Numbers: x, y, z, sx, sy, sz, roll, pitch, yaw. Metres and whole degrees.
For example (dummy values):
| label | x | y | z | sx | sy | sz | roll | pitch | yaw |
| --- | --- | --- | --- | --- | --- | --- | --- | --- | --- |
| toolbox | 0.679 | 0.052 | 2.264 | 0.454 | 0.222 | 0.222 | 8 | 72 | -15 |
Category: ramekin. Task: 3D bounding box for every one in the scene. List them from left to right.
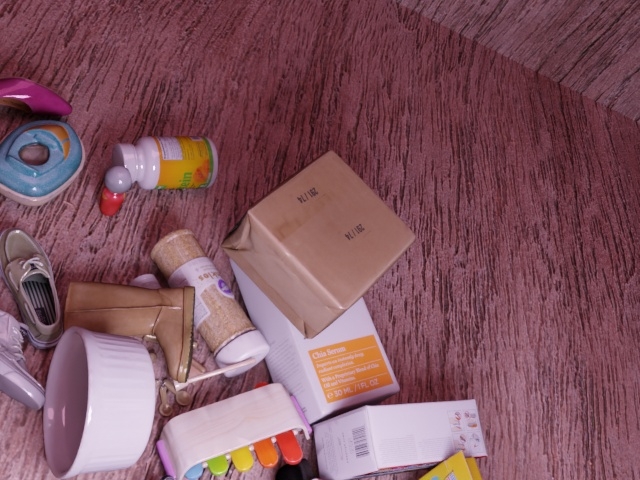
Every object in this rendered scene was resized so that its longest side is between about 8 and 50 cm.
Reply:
| label | x | y | z | sx | sy | sz | roll | pitch | yaw |
| --- | --- | --- | --- | --- | --- | --- | --- | --- | --- |
| ramekin | -0.419 | 0.304 | 1.447 | 0.135 | 0.277 | 0.277 | 9 | 50 | -34 |

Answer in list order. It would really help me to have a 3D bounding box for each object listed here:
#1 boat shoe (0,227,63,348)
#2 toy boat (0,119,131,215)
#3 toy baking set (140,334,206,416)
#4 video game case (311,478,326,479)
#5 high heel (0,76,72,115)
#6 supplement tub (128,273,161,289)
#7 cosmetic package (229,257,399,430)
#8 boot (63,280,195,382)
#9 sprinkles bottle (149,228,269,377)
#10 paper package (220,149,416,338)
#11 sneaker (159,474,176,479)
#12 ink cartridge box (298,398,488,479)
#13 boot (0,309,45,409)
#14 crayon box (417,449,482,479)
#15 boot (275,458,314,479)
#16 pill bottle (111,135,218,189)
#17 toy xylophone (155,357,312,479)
| label | x | y | z | sx | sy | sz | roll | pitch | yaw |
| --- | --- | --- | --- | --- | --- | --- | --- | --- | --- |
| boat shoe | -0.611 | 0.084 | 1.635 | 0.109 | 0.094 | 0.302 | -13 | 62 | -37 |
| toy boat | -0.604 | -0.176 | 1.817 | 0.318 | 0.148 | 0.268 | 26 | 45 | -8 |
| toy baking set | -0.373 | 0.275 | 1.660 | 0.256 | 0.030 | 0.197 | 19 | 47 | -15 |
| video game case | 0.079 | 0.594 | 1.550 | 0.285 | 0.025 | 0.204 | 35 | 30 | -55 |
| high heel | -0.812 | -0.321 | 1.878 | 0.377 | 0.127 | 0.182 | 14 | 77 | -25 |
| supplement tub | -0.386 | 0.138 | 1.738 | 0.071 | 0.071 | 0.107 | -13 | 62 | -37 |
| cosmetic package | -0.020 | 0.191 | 1.799 | 0.230 | 0.161 | 0.454 | -9 | 68 | -35 |
| boot | -0.405 | 0.194 | 1.624 | 0.269 | 0.089 | 0.236 | 1 | 52 | -6 |
| sprinkles bottle | -0.260 | 0.141 | 1.772 | 0.121 | 0.121 | 0.355 | -20 | 66 | -40 |
| paper package | 0.000 | 0.000 | 1.710 | 0.309 | 0.168 | 0.325 | 46 | 50 | 2 |
| sneaker | -0.359 | 0.498 | 1.433 | 0.226 | 0.086 | 0.163 | 35 | 55 | -14 |
| ink cartridge box | 0.152 | 0.440 | 1.662 | 0.309 | 0.272 | 0.130 | 5 | 66 | -34 |
| boot | -0.619 | 0.215 | 1.519 | 0.258 | 0.095 | 0.123 | 37 | 52 | 4 |
| crayon box | 0.263 | 0.582 | 1.568 | 0.081 | 0.319 | 0.202 | 3 | 53 | -28 |
| boot | -0.137 | 0.567 | 1.487 | 0.260 | 0.131 | 0.348 | 7 | 35 | -8 |
| pill bottle | -0.399 | -0.199 | 1.961 | 0.245 | 0.136 | 0.136 | -5 | 57 | -32 |
| toy xylophone | -0.184 | 0.374 | 1.597 | 0.322 | 0.081 | 0.236 | -8 | 47 | -17 |
